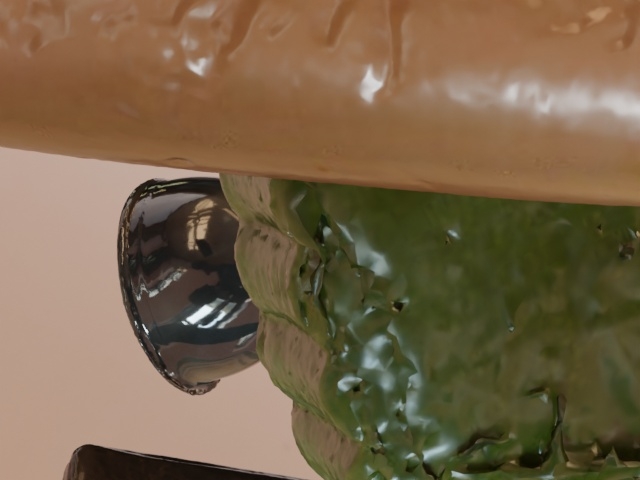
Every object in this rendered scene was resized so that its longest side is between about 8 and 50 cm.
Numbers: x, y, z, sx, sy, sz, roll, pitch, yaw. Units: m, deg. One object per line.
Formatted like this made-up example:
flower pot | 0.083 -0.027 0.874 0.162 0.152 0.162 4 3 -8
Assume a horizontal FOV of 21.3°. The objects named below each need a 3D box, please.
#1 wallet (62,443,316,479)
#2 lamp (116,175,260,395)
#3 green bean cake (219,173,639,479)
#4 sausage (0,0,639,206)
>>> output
wallet | -0.039 0.204 1.025 0.250 0.044 0.149 11 -131 -15
lamp | 0.000 0.000 1.086 0.172 0.227 0.147 57 -150 -35
green bean cake | 0.079 -0.009 0.597 0.113 0.214 0.200 -141 35 -72
sausage | 0.001 -0.058 0.446 0.289 0.086 0.086 4 -161 11
